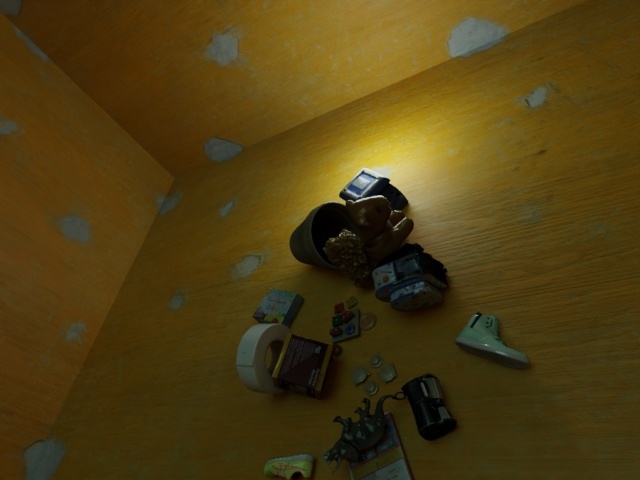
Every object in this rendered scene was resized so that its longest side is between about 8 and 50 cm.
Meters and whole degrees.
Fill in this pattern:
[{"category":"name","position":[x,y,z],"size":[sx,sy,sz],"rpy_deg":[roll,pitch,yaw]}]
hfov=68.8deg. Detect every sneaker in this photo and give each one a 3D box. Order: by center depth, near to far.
[{"category":"sneaker","position":[0.597,0.326,1.575],"size":[0.256,0.094,0.151],"rpy_deg":[15,61,45]},{"category":"sneaker","position":[-0.120,0.837,1.689],"size":[0.209,0.081,0.094],"rpy_deg":[-22,44,21]}]

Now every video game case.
[{"category":"video game case","position":[0.189,0.744,1.564],"size":[0.204,0.025,0.285],"rpy_deg":[-32,39,12]}]

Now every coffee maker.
[{"category":"coffee maker","position":[0.346,0.563,1.555],"size":[0.171,0.120,0.178],"rpy_deg":[-50,31,27]}]

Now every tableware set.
[{"category":"tableware set","position":[0.202,0.511,1.785],"size":[0.169,0.020,0.141],"rpy_deg":[-40,40,-1]}]

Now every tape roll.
[{"category":"tape roll","position":[-0.215,0.487,1.944],"size":[0.100,0.286,0.286],"rpy_deg":[-7,49,35]}]

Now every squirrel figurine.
[{"category":"squirrel figurine","position":[0.208,0.004,1.988],"size":[0.397,0.370,0.281],"rpy_deg":[-34,39,9]}]

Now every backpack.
[{"category":"backpack","position":[0.342,0.166,1.836],"size":[0.264,0.277,0.213],"rpy_deg":[-17,57,32]}]

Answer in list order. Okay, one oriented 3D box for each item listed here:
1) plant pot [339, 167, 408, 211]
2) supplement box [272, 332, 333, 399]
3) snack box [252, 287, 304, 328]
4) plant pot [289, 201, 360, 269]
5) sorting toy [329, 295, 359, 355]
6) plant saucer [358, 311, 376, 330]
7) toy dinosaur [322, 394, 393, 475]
[{"category":"plant pot","position":[0.247,-0.211,2.296],"size":[0.236,0.212,0.236],"rpy_deg":[-46,38,-5]},{"category":"supplement box","position":[-0.066,0.502,1.864],"size":[0.194,0.129,0.191],"rpy_deg":[13,57,9]},{"category":"snack box","position":[-0.205,0.327,2.265],"size":[0.207,0.070,0.174],"rpy_deg":[6,57,42]},{"category":"plant pot","position":[0.000,0.000,2.255],"size":[0.281,0.323,0.323],"rpy_deg":[-16,42,51]},{"category":"sorting toy","position":[0.098,0.348,1.997],"size":[0.132,0.046,0.274],"rpy_deg":[-25,39,27]},{"category":"plant saucer","position":[0.195,0.338,1.965],"size":[0.084,0.013,0.083],"rpy_deg":[-22,42,21]},{"category":"toy dinosaur","position":[0.146,0.650,1.604],"size":[0.314,0.121,0.160],"rpy_deg":[-34,50,1]}]
